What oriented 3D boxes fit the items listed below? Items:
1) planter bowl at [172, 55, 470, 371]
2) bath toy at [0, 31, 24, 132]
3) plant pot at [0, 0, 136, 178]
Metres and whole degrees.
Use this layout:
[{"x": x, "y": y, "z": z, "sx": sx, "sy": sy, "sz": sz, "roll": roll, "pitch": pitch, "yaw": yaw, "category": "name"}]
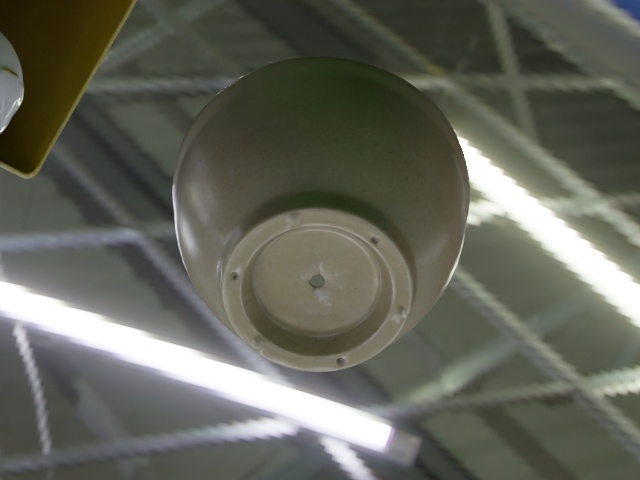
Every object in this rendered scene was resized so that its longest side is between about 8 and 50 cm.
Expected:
[{"x": 0.000, "y": 0.000, "z": 0.958, "sx": 0.162, "sy": 0.162, "sz": 0.109, "roll": 13, "pitch": -151, "yaw": -7, "category": "planter bowl"}, {"x": -0.351, "y": -0.194, "z": 1.297, "sx": 0.348, "sy": 0.151, "sz": 0.129, "roll": 40, "pitch": 179, "yaw": -36, "category": "bath toy"}, {"x": -0.335, "y": -0.212, "z": 1.705, "sx": 0.187, "sy": 0.212, "sz": 0.212, "roll": 30, "pitch": 180, "yaw": 29, "category": "plant pot"}]
